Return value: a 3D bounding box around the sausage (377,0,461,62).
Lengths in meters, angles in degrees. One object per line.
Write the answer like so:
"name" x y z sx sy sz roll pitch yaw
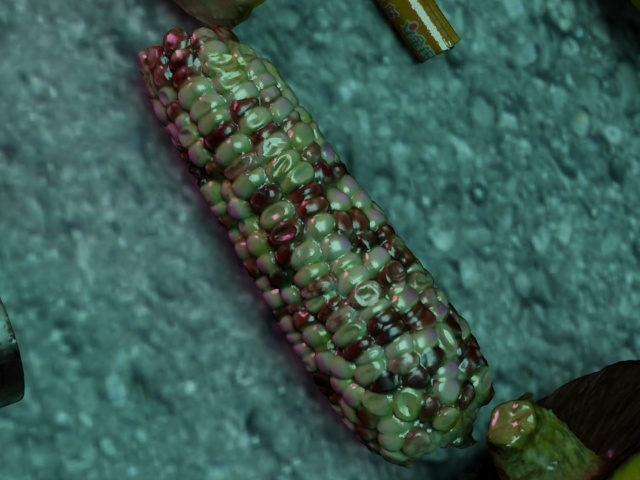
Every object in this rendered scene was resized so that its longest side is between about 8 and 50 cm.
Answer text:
"sausage" 0.045 -0.160 0.748 0.031 0.031 0.107 -40 99 -24

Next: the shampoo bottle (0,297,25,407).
"shampoo bottle" -0.298 0.092 0.531 0.323 0.084 0.129 -20 81 -26

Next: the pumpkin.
"pumpkin" 0.164 0.125 0.685 0.248 0.131 0.126 15 65 -39

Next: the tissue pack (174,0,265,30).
"tissue pack" -0.038 -0.356 0.635 0.293 0.228 0.382 37 70 -13

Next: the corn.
"corn" 0.000 0.000 0.671 0.092 0.092 0.281 -33 92 -24

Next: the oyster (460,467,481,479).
"oyster" 0.111 0.204 0.719 0.121 0.045 0.146 38 68 1

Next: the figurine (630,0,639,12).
"figurine" 0.334 -0.253 0.816 0.343 0.187 0.215 -24 104 -31
